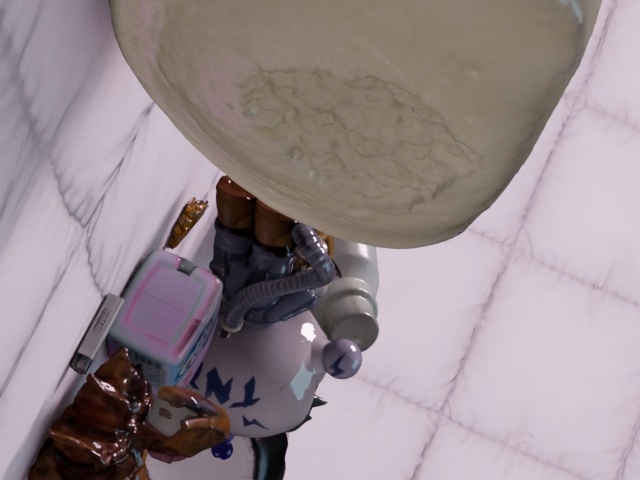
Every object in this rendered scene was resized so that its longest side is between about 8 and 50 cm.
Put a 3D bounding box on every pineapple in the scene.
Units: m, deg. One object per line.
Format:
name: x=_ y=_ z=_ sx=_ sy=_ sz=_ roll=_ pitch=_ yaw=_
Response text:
pineapple: x=-0.151 y=-0.026 z=1.593 sx=0.045 sy=0.019 sz=0.083 roll=-65 pitch=175 yaw=37

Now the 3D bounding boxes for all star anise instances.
star anise: x=-0.200 y=0.210 z=1.348 sx=0.346 sy=0.148 sz=0.237 roll=-46 pitch=-167 yaw=48

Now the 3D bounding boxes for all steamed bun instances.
steamed bun: x=0.037 y=-0.228 z=0.919 sx=0.456 sy=0.290 sz=0.371 roll=112 pitch=-2 yaw=-67

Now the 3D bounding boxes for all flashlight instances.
flashlight: x=-0.220 y=0.092 z=1.350 sx=0.018 sy=0.018 sz=0.083 roll=110 pitch=6 yaw=-68

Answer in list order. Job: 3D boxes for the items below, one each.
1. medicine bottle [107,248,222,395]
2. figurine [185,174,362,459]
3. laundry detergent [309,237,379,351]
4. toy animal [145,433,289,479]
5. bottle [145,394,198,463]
medicine bottle: x=-0.172 y=0.103 z=1.514 sx=0.119 sy=0.094 sz=0.188 roll=-62 pitch=175 yaw=-25
figurine: x=-0.075 y=0.084 z=1.644 sx=0.186 sy=0.261 sz=0.382 roll=-26 pitch=138 yaw=-40
laundry detergent: x=0.000 y=0.000 z=1.854 sx=0.398 sy=0.125 sz=0.264 roll=-115 pitch=-142 yaw=-56
toy animal: x=-0.160 y=0.339 z=2.304 sx=0.251 sy=0.251 sz=0.310 roll=-66 pitch=170 yaw=7
bottle: x=-0.187 y=0.210 z=1.889 sx=0.110 sy=0.110 sz=0.233 roll=-62 pitch=174 yaw=-52
